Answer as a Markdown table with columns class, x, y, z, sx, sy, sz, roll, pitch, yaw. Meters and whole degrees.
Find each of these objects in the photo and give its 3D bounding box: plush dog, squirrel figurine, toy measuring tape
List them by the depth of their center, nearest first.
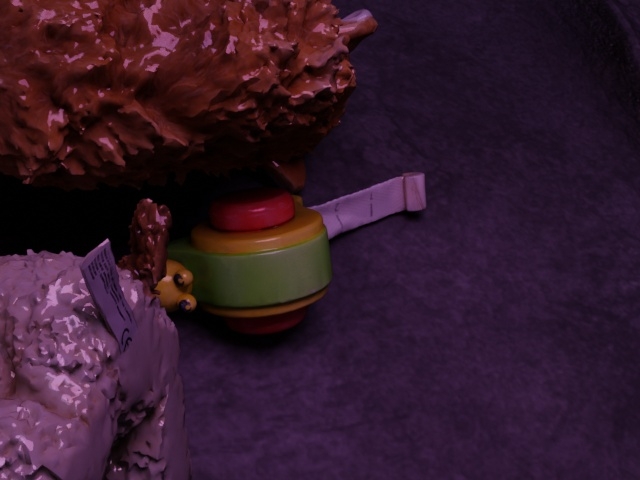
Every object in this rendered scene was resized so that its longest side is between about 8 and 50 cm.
| class | x | y | z | sx | sy | sz | roll | pitch | yaw |
| --- | --- | --- | --- | --- | --- | --- | --- | --- | --- |
| plush dog | -0.209 | 0.072 | 0.628 | 0.226 | 0.262 | 0.210 | 3 | 80 | 13 |
| squirrel figurine | -0.124 | -0.140 | 0.842 | 0.371 | 0.281 | 0.397 | 17 | 18 | -31 |
| toy measuring tape | 0.000 | 0.000 | 0.861 | 0.330 | 0.121 | 0.121 | -18 | 57 | -37 |
